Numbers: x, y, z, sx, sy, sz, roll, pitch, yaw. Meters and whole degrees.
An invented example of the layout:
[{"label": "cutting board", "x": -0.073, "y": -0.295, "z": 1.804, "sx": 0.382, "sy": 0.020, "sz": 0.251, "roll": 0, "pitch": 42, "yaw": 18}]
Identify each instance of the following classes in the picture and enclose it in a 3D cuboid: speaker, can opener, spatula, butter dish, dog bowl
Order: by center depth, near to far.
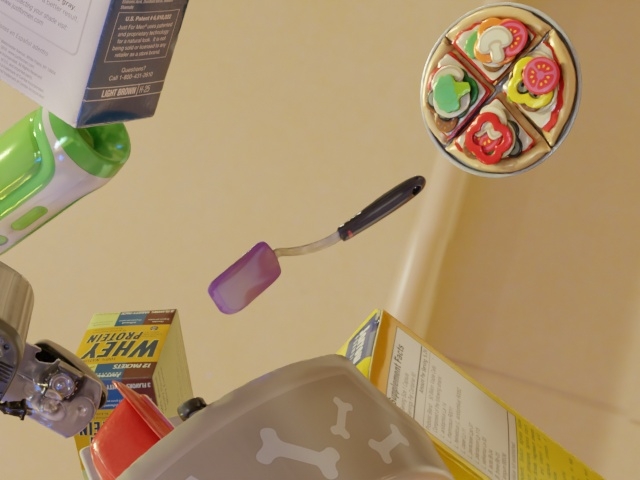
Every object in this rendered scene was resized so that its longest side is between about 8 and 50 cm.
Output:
[{"label": "dog bowl", "x": -0.044, "y": 0.245, "z": 0.936, "sx": 0.349, "sy": 0.102, "sz": 0.349, "roll": -32, "pitch": -32, "yaw": -23}, {"label": "butter dish", "x": -0.180, "y": 0.247, "z": 1.369, "sx": 0.118, "sy": 0.160, "sz": 0.160, "roll": -40, "pitch": -31, "yaw": -11}, {"label": "can opener", "x": -0.368, "y": 0.120, "z": 1.478, "sx": 0.076, "sy": 0.283, "sz": 0.095, "roll": -58, "pitch": 4, "yaw": 7}, {"label": "spatula", "x": 0.000, "y": 0.000, "z": 1.614, "sx": 0.030, "sy": 0.296, "sz": 0.084, "roll": 60, "pitch": 177, "yaw": 38}, {"label": "speaker", "x": -0.376, "y": -0.067, "z": 1.647, "sx": 0.296, "sy": 0.131, "sz": 0.131, "roll": -32, "pitch": 15, "yaw": 26}]

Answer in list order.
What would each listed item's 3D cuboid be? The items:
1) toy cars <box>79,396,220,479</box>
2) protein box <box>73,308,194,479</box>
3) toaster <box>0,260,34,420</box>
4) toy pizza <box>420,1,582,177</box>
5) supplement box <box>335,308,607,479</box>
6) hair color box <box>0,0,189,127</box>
[{"label": "toy cars", "x": -0.219, "y": 0.333, "z": 1.478, "sx": 0.393, "sy": 0.176, "sz": 0.087, "roll": -61, "pitch": -5, "yaw": -30}, {"label": "protein box", "x": -0.280, "y": 0.238, "z": 1.995, "sx": 0.201, "sy": 0.136, "sz": 0.200, "roll": -80, "pitch": -16, "yaw": -63}, {"label": "toaster", "x": -0.359, "y": 0.074, "z": 1.246, "sx": 0.129, "sy": 0.227, "sz": 0.146, "roll": -60, "pitch": 14, "yaw": 19}, {"label": "toy pizza", "x": 0.200, "y": -0.172, "z": 1.522, "sx": 0.032, "sy": 0.201, "sz": 0.201, "roll": 1, "pitch": -74, "yaw": -58}, {"label": "supplement box", "x": 0.130, "y": 0.273, "z": 1.334, "sx": 0.195, "sy": 0.356, "sz": 0.194, "roll": -49, "pitch": 8, "yaw": 21}, {"label": "hair color box", "x": -0.176, "y": -0.284, "z": 1.066, "sx": 0.105, "sy": 0.174, "sz": 0.347, "roll": -17, "pitch": -46, "yaw": -55}]
